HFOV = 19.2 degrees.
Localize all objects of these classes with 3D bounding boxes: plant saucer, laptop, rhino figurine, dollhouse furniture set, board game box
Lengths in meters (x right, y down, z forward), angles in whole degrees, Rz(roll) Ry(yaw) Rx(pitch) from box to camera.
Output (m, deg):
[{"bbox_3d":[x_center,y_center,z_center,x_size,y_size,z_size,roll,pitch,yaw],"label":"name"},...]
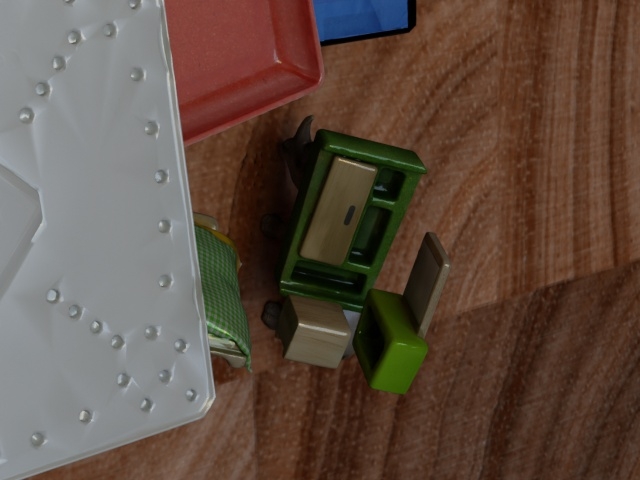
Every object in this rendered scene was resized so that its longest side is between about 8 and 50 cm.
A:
[{"bbox_3d":[-0.126,-0.204,1.503,0.258,0.048,0.259,-26,118,-32],"label":"plant saucer"},{"bbox_3d":[0.034,-0.281,1.718,0.137,0.264,0.234,-3,105,-3],"label":"laptop"},{"bbox_3d":[0.000,0.000,1.781,0.073,0.106,0.243,-16,111,-38],"label":"rhino figurine"},{"bbox_3d":[-0.058,-0.003,1.594,0.302,0.197,0.151,13,114,-18],"label":"dollhouse furniture set"},{"bbox_3d":[-0.269,-0.012,1.351,0.390,0.050,0.390,-16,106,-35],"label":"board game box"}]
